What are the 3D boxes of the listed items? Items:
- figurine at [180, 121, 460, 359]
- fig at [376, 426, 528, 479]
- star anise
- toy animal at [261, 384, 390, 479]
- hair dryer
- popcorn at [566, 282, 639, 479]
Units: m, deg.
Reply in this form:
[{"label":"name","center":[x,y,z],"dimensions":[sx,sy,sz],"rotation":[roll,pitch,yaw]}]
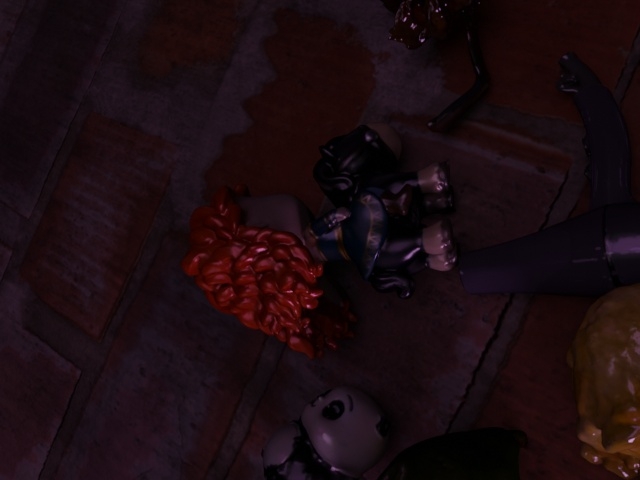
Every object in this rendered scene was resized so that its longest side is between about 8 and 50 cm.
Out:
[{"label":"figurine","center":[0.006,-0.010,1.006],"dimensions":[0.411,0.241,0.306],"rotation":[-34,73,7]},{"label":"fig","center":[0.171,0.320,0.862],"dimensions":[0.195,0.195,0.245],"rotation":[23,59,30]},{"label":"star anise","center":[0.180,-0.333,1.021],"dimensions":[0.237,0.148,0.347],"rotation":[-11,75,49]},{"label":"toy animal","center":[0.009,0.287,0.971],"dimensions":[0.138,0.166,0.179],"rotation":[40,91,-14]},{"label":"hair dryer","center":[0.337,-0.091,0.918],"dimensions":[0.301,0.121,0.362],"rotation":[-10,65,35]},{"label":"popcorn","center":[0.376,0.156,0.770],"dimensions":[0.190,0.191,0.254],"rotation":[37,97,29]}]
